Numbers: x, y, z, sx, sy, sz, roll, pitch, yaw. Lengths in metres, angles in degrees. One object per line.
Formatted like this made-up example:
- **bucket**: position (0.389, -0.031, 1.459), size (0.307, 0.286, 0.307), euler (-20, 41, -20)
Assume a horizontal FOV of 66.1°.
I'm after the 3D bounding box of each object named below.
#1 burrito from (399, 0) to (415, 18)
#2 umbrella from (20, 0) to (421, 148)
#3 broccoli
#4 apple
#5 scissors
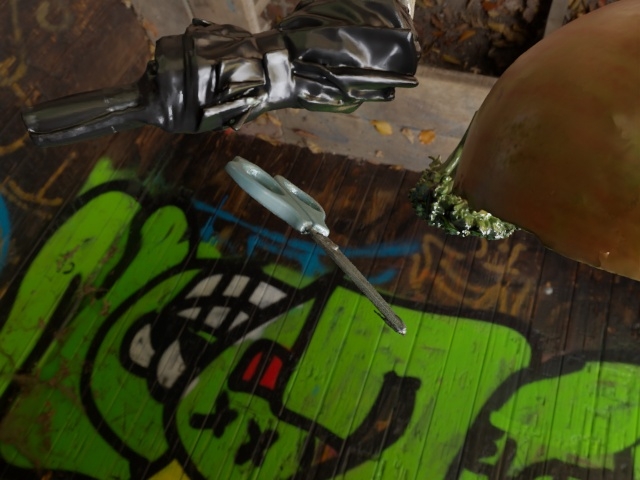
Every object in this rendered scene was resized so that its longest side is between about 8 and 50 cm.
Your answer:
- **burrito**: position (0.183, -0.510, 1.108), size (0.059, 0.082, 0.275), euler (-3, 120, -2)
- **umbrella**: position (-0.070, -0.138, 0.423), size (0.340, 0.118, 0.118), euler (-20, 160, -13)
- **broccoli**: position (0.303, -0.123, 0.944), size (0.263, 0.243, 0.247), euler (26, -154, 35)
- **apple**: position (0.296, -0.085, 0.450), size (0.252, 0.314, 0.309), euler (52, -171, -14)
- **scissors**: position (-0.001, 0.001, 0.672), size (0.191, 0.029, 0.360), euler (20, -155, -52)
